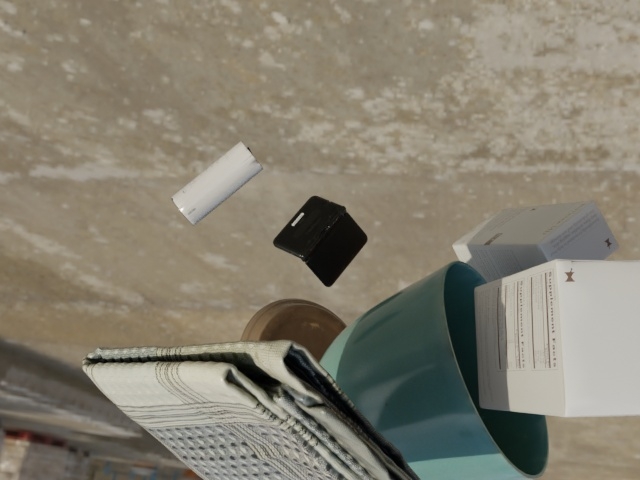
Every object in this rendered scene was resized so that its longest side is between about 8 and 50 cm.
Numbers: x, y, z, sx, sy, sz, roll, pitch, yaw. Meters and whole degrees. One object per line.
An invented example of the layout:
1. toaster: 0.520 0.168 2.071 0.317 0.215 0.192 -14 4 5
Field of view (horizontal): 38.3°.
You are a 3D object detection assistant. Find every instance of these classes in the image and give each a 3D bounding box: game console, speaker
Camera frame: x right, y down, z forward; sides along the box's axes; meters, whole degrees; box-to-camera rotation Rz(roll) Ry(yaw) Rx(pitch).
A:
1. game console: 0.000 0.000 1.550 0.107 0.122 0.071 23 150 32
2. speaker: -0.151 -0.085 1.357 0.136 0.055 0.055 -40 155 -1

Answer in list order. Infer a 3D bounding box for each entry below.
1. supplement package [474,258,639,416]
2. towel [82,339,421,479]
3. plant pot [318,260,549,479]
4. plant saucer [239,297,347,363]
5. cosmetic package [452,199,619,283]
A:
1. supplement package: 0.247 0.097 0.883 0.139 0.134 0.244 -1 172 -6
2. towel: -0.048 0.208 0.879 0.324 0.056 0.312 -10 128 47
3. plant pot: 0.133 0.205 1.228 0.235 0.293 0.293 -25 147 25
4. plant saucer: -0.024 0.236 1.708 0.277 0.278 0.041 17 151 -27
5. cosmetic package: 0.303 0.009 1.329 0.086 0.117 0.231 59 160 -9
